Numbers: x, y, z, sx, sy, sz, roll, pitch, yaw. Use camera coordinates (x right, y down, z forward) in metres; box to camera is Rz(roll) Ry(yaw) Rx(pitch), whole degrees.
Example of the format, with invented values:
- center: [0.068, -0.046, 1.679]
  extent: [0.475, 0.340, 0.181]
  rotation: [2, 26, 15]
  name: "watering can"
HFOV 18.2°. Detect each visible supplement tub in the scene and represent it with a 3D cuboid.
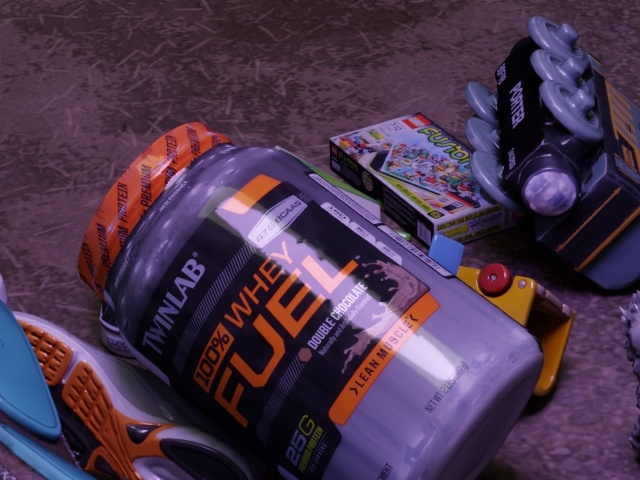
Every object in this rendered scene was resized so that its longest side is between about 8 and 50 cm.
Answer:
- center: [-0.013, 0.067, 1.560]
  extent: [0.338, 0.207, 0.207]
  rotation: [36, 45, 16]
  name: "supplement tub"

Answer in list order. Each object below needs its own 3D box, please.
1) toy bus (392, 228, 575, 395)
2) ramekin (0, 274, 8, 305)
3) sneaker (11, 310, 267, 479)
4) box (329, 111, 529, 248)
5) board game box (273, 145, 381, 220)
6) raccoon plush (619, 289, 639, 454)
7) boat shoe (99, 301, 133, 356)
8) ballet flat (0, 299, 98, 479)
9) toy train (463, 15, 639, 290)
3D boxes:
- center: [0.113, 0.074, 1.726]
  extent: [0.191, 0.104, 0.202]
  rotation: [19, -12, -9]
  name: "toy bus"
- center: [-0.358, 0.103, 1.684]
  extent: [0.207, 0.109, 0.207]
  rotation: [-9, 18, 3]
  name: "ramekin"
- center: [-0.158, 0.140, 1.616]
  extent: [0.262, 0.099, 0.121]
  rotation: [34, 19, 4]
  name: "sneaker"
- center: [0.107, -0.062, 2.017]
  extent: [0.114, 0.036, 0.207]
  rotation: [-18, 34, -24]
  name: "box"
- center: [0.000, 0.000, 1.872]
  extent: [0.124, 0.039, 0.259]
  rotation: [29, 25, -16]
  name: "board game box"
- center: [0.442, 0.093, 1.644]
  extent: [0.299, 0.216, 0.446]
  rotation: [5, 13, 32]
  name: "raccoon plush"
- center: [-0.153, -0.014, 1.897]
  extent: [0.108, 0.102, 0.301]
  rotation: [3, 32, 10]
  name: "boat shoe"
- center: [-0.230, 0.178, 1.381]
  extent: [0.182, 0.164, 0.483]
  rotation: [-52, 36, 1]
  name: "ballet flat"
- center: [0.243, -0.088, 1.926]
  extent: [0.190, 0.142, 0.334]
  rotation: [38, 22, -15]
  name: "toy train"
